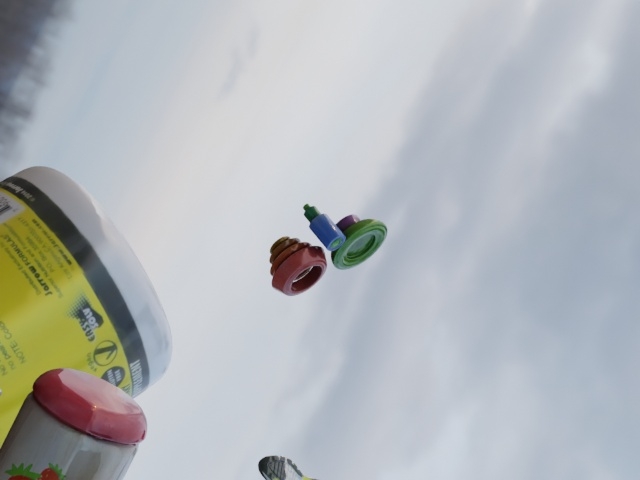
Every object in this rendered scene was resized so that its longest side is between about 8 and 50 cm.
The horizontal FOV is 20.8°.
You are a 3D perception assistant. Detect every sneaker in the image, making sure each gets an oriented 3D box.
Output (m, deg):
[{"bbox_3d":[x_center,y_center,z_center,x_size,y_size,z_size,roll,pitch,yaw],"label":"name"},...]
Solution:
[{"bbox_3d":[-0.030,0.223,1.589,0.035,0.083,0.031,-17,-134,46],"label":"sneaker"}]

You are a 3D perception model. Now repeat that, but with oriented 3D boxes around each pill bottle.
[{"bbox_3d":[-0.286,0.104,1.227,0.334,0.188,0.188,-33,180,-23],"label":"pill bottle"}]

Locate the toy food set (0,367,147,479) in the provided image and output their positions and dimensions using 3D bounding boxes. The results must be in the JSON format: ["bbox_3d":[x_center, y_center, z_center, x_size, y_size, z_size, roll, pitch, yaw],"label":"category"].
[{"bbox_3d":[-0.129,0.025,0.518,0.104,0.232,0.111,-62,-179,8],"label":"toy food set"}]

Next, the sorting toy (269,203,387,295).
[{"bbox_3d":[0.000,0.000,1.341,0.102,0.042,0.061,-28,152,-20],"label":"sorting toy"}]
